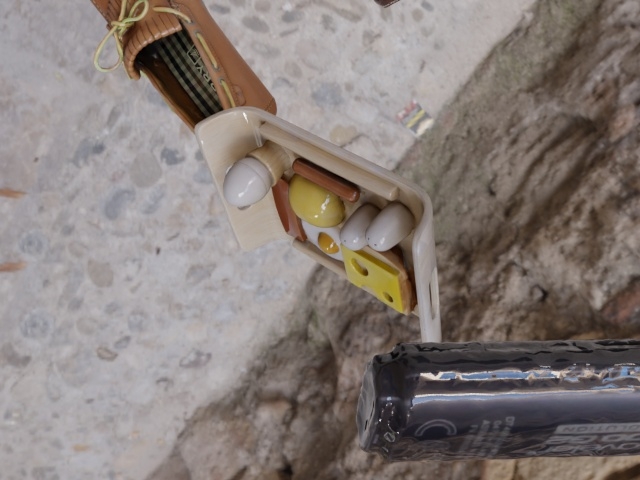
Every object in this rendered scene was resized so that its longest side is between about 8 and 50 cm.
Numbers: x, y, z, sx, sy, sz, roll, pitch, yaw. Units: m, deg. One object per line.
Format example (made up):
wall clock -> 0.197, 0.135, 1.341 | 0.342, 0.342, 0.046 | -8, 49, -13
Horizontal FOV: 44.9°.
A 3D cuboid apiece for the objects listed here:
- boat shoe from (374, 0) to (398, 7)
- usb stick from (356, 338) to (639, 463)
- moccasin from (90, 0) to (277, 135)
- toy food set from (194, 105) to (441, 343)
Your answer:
boat shoe -> 0.142, -0.318, 0.862 | 0.073, 0.073, 0.207 | 38, 137, -26
usb stick -> 0.158, 0.077, 0.376 | 0.278, 0.045, 0.077 | 0, 142, -8
moccasin -> -0.229, -0.279, 1.098 | 0.139, 0.147, 0.380 | -35, 92, 34
toy food set -> 0.000, 0.000, 0.842 | 0.092, 0.306, 0.219 | -43, 144, -23
